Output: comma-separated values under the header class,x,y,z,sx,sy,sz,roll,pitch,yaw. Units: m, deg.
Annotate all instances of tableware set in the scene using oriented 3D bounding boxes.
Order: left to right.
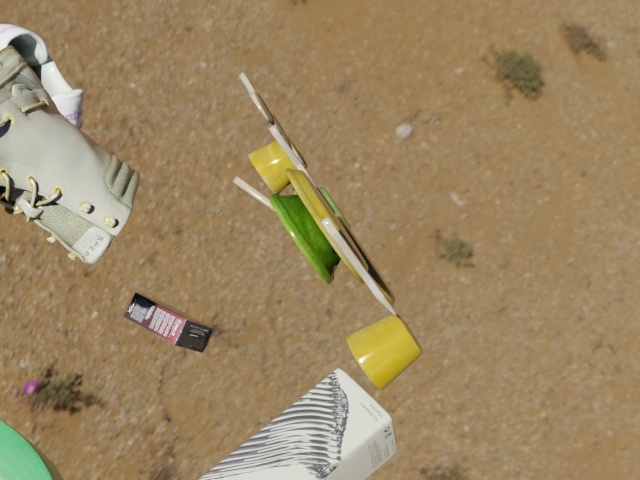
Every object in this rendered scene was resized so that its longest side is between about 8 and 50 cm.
class,x,y,z,sx,sy,sz,roll,pitch,yaw
tableware set,0.000,0.000,0.396,0.104,0.024,0.154,53,4,-33

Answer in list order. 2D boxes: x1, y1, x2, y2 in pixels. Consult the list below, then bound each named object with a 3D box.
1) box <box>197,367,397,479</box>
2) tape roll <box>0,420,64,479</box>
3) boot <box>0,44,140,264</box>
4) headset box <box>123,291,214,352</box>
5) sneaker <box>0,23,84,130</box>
class,x,y,z,sx,sy,sz,roll,pitch,yaw
box,-0.040,0.295,1.280,0.275,0.094,0.113,-37,55,-19
tape roll,-0.401,0.324,1.003,0.321,0.077,0.321,0,66,1
boot,-0.232,-0.036,0.769,0.165,0.077,0.213,45,37,-20
headset box,-0.161,0.091,1.098,0.083,0.062,0.032,23,87,28
sneaker,-0.349,-0.188,1.057,0.305,0.152,0.114,40,38,15
